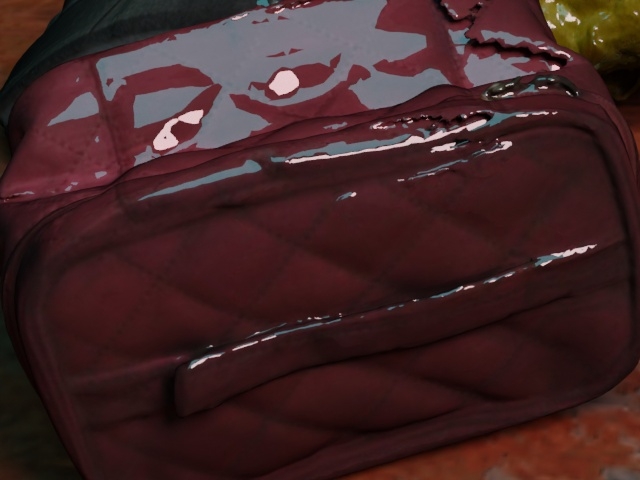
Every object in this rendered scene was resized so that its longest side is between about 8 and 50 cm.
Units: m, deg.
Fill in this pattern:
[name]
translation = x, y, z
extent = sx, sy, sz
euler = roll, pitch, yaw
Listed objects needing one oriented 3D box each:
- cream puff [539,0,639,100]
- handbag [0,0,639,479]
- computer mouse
[cream puff]
translation = 0.116, -0.108, 0.766
extent = 0.146, 0.146, 0.116
euler = -11, 59, -1
[handbag]
translation = 0.000, 0.000, 0.659
extent = 0.225, 0.146, 0.135
euler = -13, 38, -2
[computer mouse]
translation = -0.057, -0.095, 0.781
extent = 0.231, 0.071, 0.126
euler = 0, 38, 45
